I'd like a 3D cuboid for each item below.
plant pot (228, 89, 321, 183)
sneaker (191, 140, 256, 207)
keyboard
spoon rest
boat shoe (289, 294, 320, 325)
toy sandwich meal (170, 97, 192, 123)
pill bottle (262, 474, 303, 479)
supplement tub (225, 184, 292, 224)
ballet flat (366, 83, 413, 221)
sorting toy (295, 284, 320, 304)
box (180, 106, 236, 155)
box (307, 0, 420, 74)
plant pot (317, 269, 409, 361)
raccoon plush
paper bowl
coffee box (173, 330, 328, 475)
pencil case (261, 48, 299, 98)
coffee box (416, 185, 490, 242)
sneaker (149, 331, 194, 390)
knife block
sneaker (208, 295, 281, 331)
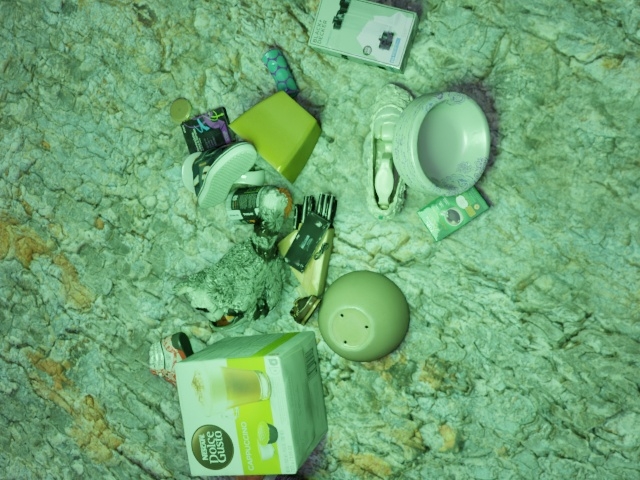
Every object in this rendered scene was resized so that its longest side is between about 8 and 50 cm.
[{"bbox_3d":[-0.116,-0.322,1.861,0.212,0.212,0.187,42,91,8],"label":"plant pot"},{"bbox_3d":[-0.301,-0.222,1.824,0.321,0.126,0.127,-40,67,48],"label":"sneaker"},{"bbox_3d":[-0.029,0.013,1.857,0.108,0.023,0.180,32,101,19],"label":"keyboard"},{"bbox_3d":[-0.322,-0.210,1.982,0.277,0.084,0.137,5,96,14],"label":"spoon rest"},{"bbox_3d":[-0.054,0.208,1.892,0.073,0.207,0.073,39,63,4],"label":"boat shoe"},{"bbox_3d":[-0.455,-0.423,2.029,0.086,0.029,0.085,-1,87,17],"label":"toy sandwich meal"},{"bbox_3d":[-0.047,0.854,1.957,0.302,0.169,0.169,13,98,14],"label":"pill bottle"},{"bbox_3d":[-0.189,-0.110,1.910,0.190,0.117,0.116,-2,95,36],"label":"supplement tub"},{"bbox_3d":[0.206,-0.256,1.805,0.147,0.147,0.408,4,95,15],"label":"ballet flat"},{"bbox_3d":[-0.035,0.175,1.972,0.062,0.012,0.083,-28,84,11],"label":"sorting toy"},{"bbox_3d":[-0.366,-0.350,2.009,0.162,0.029,0.116,-19,90,18],"label":"box"},{"bbox_3d":[0.126,-0.609,1.817,0.290,0.087,0.169,20,100,13],"label":"box"},{"bbox_3d":[0.110,0.242,1.846,0.284,0.191,0.284,2,96,16],"label":"plant pot"},{"bbox_3d":[-0.262,0.044,1.877,0.299,0.216,0.446,18,89,28],"label":"raccoon plush"},{"bbox_3d":[0.321,-0.268,1.720,0.148,0.284,0.284,17,103,58],"label":"paper bowl"},{"bbox_3d":[-0.198,0.481,1.876,0.335,0.338,0.337,-7,93,16],"label":"coffee box"},{"bbox_3d":[-0.125,-0.508,1.909,0.070,0.064,0.151,-26,87,0],"label":"pencil case"},{"bbox_3d":[0.387,-0.089,1.815,0.184,0.040,0.113,-36,84,15],"label":"coffee box"},{"bbox_3d":[-0.484,0.454,2.086,0.145,0.090,0.270,-21,86,17],"label":"sneaker"},{"bbox_3d":[0.000,0.000,1.904,0.242,0.088,0.275,-36,82,15],"label":"knife block"},{"bbox_3d":[-0.241,0.220,1.986,0.272,0.108,0.100,-32,84,15],"label":"sneaker"}]
